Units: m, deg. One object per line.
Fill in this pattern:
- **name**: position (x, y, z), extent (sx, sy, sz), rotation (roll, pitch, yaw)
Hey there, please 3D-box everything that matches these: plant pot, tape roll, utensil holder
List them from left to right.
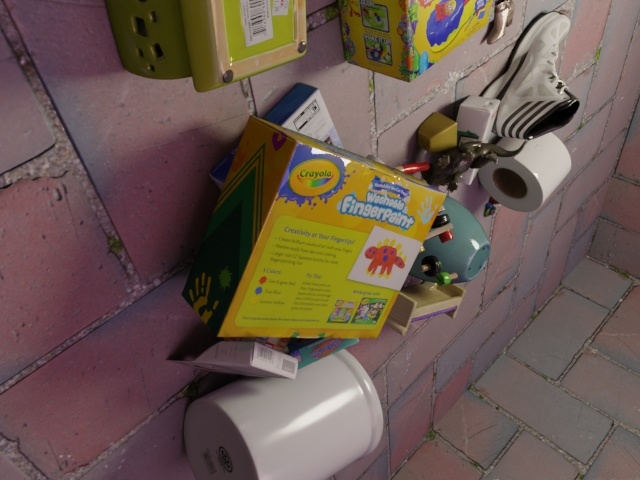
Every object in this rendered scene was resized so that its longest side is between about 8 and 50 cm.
- **plant pot**: position (-0.148, -0.343, 0.765), extent (0.227, 0.207, 0.228), rotation (-32, 139, -34)
- **utensil holder**: position (-0.090, 0.463, 1.360), extent (0.386, 0.328, 0.327), rotation (-14, 126, -44)
- **plant pot**: position (0.310, -0.284, 1.492), extent (0.083, 0.081, 0.081), rotation (-31, 139, -19)
- **plant pot**: position (0.425, 0.025, 1.767), extent (0.290, 0.195, 0.290), rotation (-30, 136, -34)
- **tape roll**: position (0.672, -0.238, 1.826), extent (0.169, 0.246, 0.246), rotation (-44, 143, -20)

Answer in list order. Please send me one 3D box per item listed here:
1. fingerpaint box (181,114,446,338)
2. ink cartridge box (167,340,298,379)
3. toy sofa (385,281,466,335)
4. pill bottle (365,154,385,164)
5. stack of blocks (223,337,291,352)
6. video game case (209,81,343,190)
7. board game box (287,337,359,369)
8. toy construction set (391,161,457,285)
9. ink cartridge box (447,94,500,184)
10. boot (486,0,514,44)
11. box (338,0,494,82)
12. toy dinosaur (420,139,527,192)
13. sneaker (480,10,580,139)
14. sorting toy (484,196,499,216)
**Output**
- **fingerpaint box**: position (0.000, 0.000, 1.108), extent (0.445, 0.163, 0.370), rotation (10, 109, -44)
- **ink cartridge box**: position (-0.189, 0.261, 1.207), extent (0.181, 0.225, 0.056), rotation (39, 55, -55)
- **toy sofa**: position (0.318, 0.225, 1.829), extent (0.363, 0.150, 0.177), rotation (-4, 117, -50)
- **pill bottle**: position (0.098, -0.138, 1.339), extent (0.137, 0.078, 0.078), rotation (-50, 145, -12)
- **stack of blocks**: position (-0.095, 0.127, 1.296), extent (0.297, 0.087, 0.171), rotation (-55, 145, -4)
- **video game case**: position (-0.070, -0.144, 1.141), extent (0.269, 0.061, 0.244), rotation (-48, 143, -14)
- **board game box**: position (-0.005, 0.244, 1.370), extent (0.160, 0.210, 0.047), rotation (-23, 94, -7)
- **toy construction set**: position (0.183, -0.039, 1.430), extent (0.237, 0.258, 0.308), rotation (-12, 105, -31)
- **ink cartridge box**: position (0.431, -0.293, 1.581), extent (0.160, 0.093, 0.219), rotation (-44, 148, -56)
- **boot**: position (0.484, -0.604, 1.496), extent (0.118, 0.042, 0.087), rotation (-49, 138, -15)
- **box**: position (0.189, -0.517, 1.073), extent (0.290, 0.177, 0.279), rotation (-41, 141, -23)
- **toy dinosaur**: position (0.379, -0.215, 1.463), extent (0.314, 0.160, 0.121), rotation (-34, 105, 16)
- **sneaker**: position (0.683, -0.473, 1.645), extent (0.447, 0.258, 0.169), rotation (-54, 145, -6)
- **sorting toy**: position (0.650, -0.128, 2.061), extent (0.061, 0.042, 0.101), rotation (-15, 128, -45)
